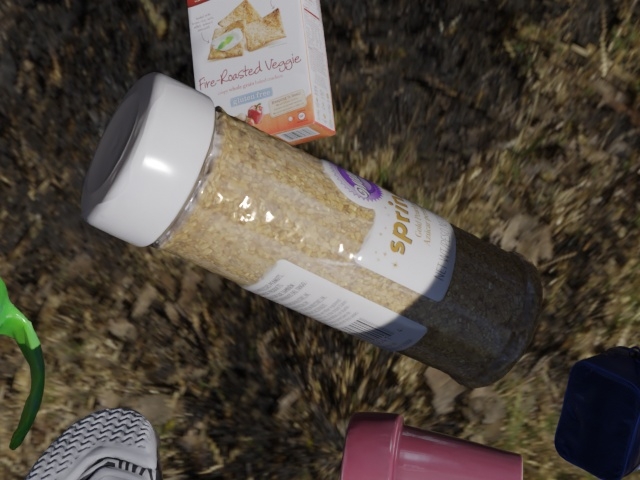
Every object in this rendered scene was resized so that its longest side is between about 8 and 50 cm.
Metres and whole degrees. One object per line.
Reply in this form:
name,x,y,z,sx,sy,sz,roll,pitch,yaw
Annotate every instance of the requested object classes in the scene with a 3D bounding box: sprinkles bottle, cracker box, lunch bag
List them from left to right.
cracker box,-0.076,-0.228,1.554,0.156,0.067,0.232,-13,75,23
sprinkles bottle,0.000,0.000,0.969,0.355,0.121,0.121,25,81,-24
lunch bag,0.228,0.127,0.963,0.067,0.065,0.098,28,117,38

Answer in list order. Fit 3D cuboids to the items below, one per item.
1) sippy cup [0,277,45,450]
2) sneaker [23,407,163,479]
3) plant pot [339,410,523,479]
sippy cup,-0.442,0.126,1.225,0.306,0.240,0.224,1,61,12
sneaker,-0.182,0.344,1.104,0.137,0.210,0.365,-4,60,13
plant pot,0.118,0.282,1.319,0.180,0.201,0.201,1,80,8
